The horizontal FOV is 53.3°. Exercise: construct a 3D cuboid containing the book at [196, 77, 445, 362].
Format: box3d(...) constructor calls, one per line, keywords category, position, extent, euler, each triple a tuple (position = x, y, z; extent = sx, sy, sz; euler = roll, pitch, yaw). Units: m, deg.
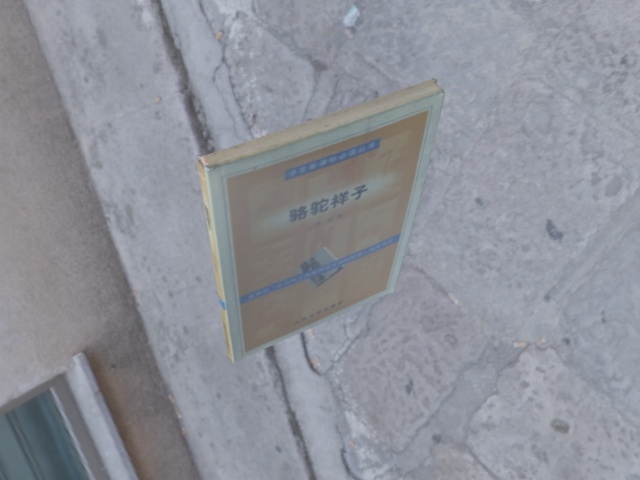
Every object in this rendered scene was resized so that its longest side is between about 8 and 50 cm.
box3d(category="book", position=(0.000, 0.001, 0.483), extent=(0.018, 0.170, 0.242), euler=(56, 158, 31))
